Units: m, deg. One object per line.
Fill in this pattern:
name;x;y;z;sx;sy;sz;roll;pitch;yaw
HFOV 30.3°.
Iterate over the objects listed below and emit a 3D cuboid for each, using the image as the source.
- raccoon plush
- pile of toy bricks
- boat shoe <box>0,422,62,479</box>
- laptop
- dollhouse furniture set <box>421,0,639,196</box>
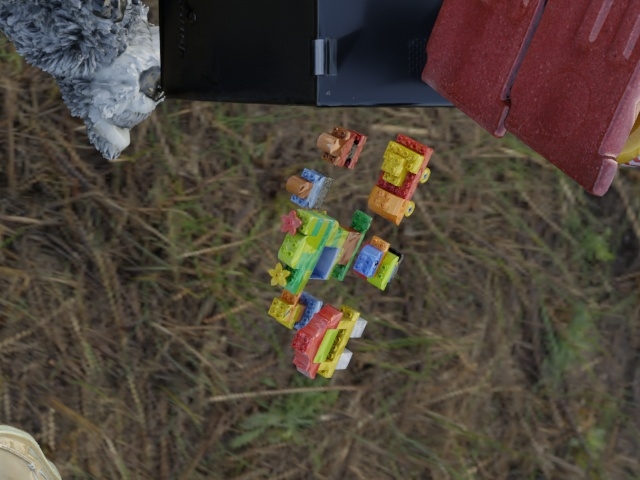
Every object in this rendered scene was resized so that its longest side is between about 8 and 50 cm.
raccoon plush;-0.362;-0.282;1.384;0.446;0.299;0.216;19;49;2
pile of toy bricks;0.000;0.000;0.982;0.105;0.118;0.212;7;109;-59
boat shoe;-0.310;0.250;1.229;0.068;0.072;0.190;-30;149;0
laptop;0.046;-0.316;1.071;0.407;0.236;0.382;-1;99;-3
dollhouse furniture set;0.221;-0.203;0.582;0.201;0.152;0.374;7;112;-35
